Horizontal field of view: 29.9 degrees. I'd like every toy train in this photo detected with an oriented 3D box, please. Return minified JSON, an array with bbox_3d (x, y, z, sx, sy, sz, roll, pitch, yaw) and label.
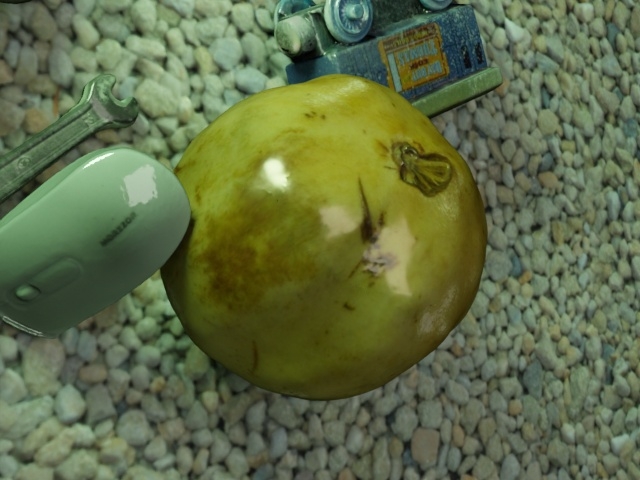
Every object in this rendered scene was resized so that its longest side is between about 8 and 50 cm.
[{"bbox_3d":[0.075,-0.227,1.432,0.300,0.131,0.201,-27,107,-38],"label":"toy train"}]

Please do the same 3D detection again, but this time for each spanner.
[{"bbox_3d":[-0.294,-0.074,1.174,0.302,0.017,0.071,-44,105,-34],"label":"spanner"}]

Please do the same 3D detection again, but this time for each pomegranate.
[{"bbox_3d":[0.000,0.000,1.218,0.333,0.333,0.332,8,77,-38],"label":"pomegranate"}]

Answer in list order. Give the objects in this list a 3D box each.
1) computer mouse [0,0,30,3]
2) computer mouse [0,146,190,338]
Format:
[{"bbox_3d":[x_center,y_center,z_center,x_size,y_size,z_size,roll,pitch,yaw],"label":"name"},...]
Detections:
[{"bbox_3d":[-0.382,-0.339,1.034,0.429,0.145,0.228,9,74,-50],"label":"computer mouse"},{"bbox_3d":[-0.223,0.005,1.101,0.128,0.231,0.079,44,17,-21],"label":"computer mouse"}]
